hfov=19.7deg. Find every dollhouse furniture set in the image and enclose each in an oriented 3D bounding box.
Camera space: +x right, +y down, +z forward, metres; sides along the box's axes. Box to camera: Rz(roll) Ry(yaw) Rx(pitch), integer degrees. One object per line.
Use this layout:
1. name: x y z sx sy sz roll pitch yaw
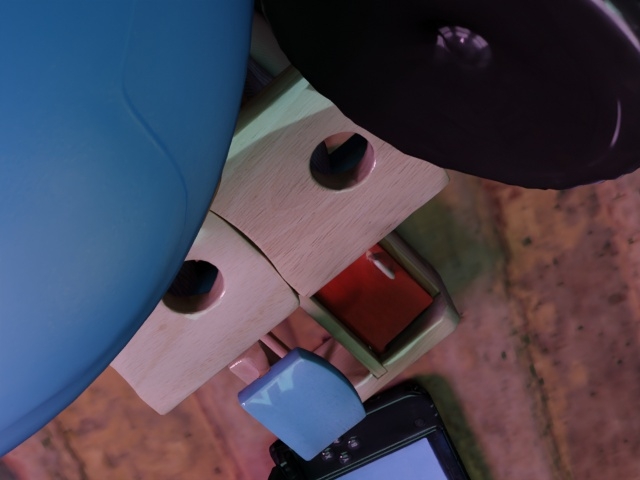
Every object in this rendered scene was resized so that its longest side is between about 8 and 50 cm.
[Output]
1. dollhouse furniture set: 0.000 0.000 0.654 0.129 0.129 0.183 -39 124 12

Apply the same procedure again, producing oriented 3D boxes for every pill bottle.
1. pill bottle: 0.078 -0.134 0.530 0.123 0.123 0.219 44 60 -34

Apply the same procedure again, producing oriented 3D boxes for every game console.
1. game console: 0.023 0.141 0.792 0.107 0.071 0.122 -25 127 2

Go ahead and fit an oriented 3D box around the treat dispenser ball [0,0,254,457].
1. treat dispenser ball: -0.160 -0.065 0.466 0.288 0.288 0.288 -8 125 -11
